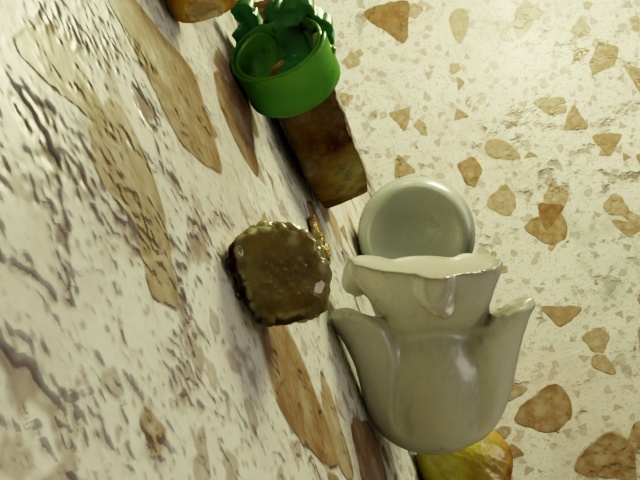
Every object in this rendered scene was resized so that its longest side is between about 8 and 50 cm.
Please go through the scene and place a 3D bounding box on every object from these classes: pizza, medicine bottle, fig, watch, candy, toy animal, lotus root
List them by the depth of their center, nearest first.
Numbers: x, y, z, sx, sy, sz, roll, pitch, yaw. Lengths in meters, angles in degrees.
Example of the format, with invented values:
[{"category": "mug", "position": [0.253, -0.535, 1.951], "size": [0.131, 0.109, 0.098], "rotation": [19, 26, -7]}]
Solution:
[{"category": "candy", "position": [-0.035, 0.026, 0.692], "size": [0.110, 0.085, 0.095], "rotation": [132, -54, -87]}, {"category": "watch", "position": [-0.056, -0.232, 1.050], "size": [0.131, 0.165, 0.152], "rotation": [61, 36, -51]}, {"category": "toy animal", "position": [0.144, 0.157, 1.061], "size": [0.206, 0.272, 0.265], "rotation": [-136, -134, -80]}, {"category": "pizza", "position": [0.000, 0.000, 1.160], "size": [0.037, 0.016, 0.083], "rotation": [17, 53, -71]}, {"category": "fig", "position": [0.208, 0.349, 1.324], "size": [0.257, 0.159, 0.159], "rotation": [42, 18, -20]}, {"category": "lotus root", "position": [-0.014, -0.224, 1.331], "size": [0.375, 0.111, 0.390], "rotation": [62, 7, -48]}, {"category": "medicine bottle", "position": [0.210, -0.017, 1.751], "size": [0.306, 0.245, 0.245], "rotation": [-27, 96, -83]}]

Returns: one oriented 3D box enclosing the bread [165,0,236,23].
[{"category": "bread", "position": [-0.122, -0.344, 0.810], "size": [0.092, 0.074, 0.239], "rotation": [3, 84, -81]}]
